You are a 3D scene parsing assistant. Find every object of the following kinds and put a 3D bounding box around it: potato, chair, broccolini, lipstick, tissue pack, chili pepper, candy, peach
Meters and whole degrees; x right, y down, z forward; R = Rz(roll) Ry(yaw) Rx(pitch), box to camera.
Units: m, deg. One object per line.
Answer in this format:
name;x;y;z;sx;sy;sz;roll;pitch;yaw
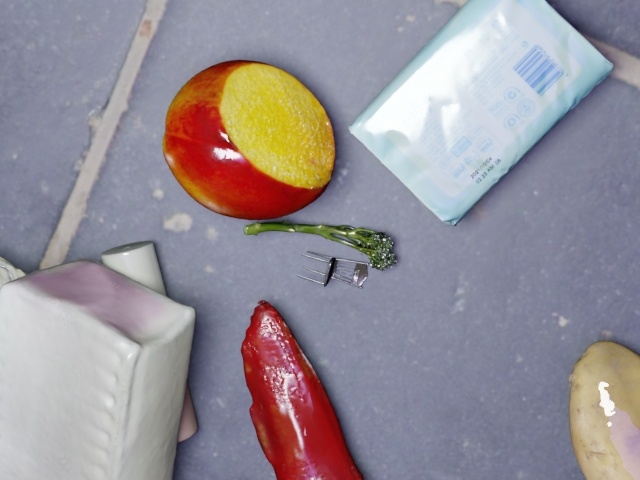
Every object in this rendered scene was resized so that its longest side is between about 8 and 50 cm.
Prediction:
potato;0.384;0.243;1.236;0.235;0.128;0.161;44;86;0
chair;0.016;0.039;1.261;0.086;0.042;0.037;14;106;2
broccolini;0.001;-0.003;1.246;0.194;0.052;0.054;8;116;-3
lipstick;-0.218;0.132;1.285;0.070;0.070;0.255;-10;100;7
tissue pack;0.185;-0.168;1.183;0.177;0.089;0.263;43;104;-3
chili pepper;-0.017;0.258;1.276;0.110;0.110;0.388;-19;95;9
candy;-0.282;0.217;1.222;0.208;0.145;0.359;20;115;23
peach;-0.079;-0.114;1.165;0.192;0.190;0.190;5;102;23

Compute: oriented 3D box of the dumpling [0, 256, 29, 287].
dumpling;-0.413;0.101;1.287;0.155;0.111;0.181;19;97;33
